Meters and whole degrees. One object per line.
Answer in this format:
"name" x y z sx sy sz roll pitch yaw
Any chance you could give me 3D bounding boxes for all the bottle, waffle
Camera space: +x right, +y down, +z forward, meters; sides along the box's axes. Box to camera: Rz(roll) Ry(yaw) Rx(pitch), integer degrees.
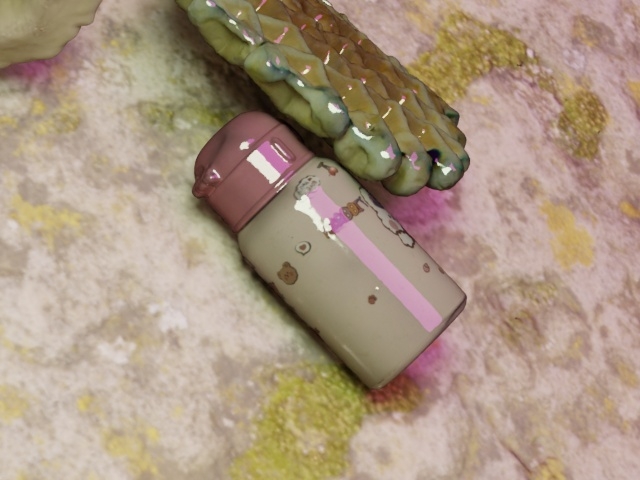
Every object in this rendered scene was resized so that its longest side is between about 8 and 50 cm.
"bottle" 0.000 0.000 1.396 0.233 0.110 0.110 46 44 2
"waffle" -0.004 -0.149 1.468 0.309 0.056 0.292 41 18 -2

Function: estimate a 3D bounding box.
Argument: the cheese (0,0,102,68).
"cheese" -0.282 -0.276 1.264 0.332 0.292 0.153 26 46 -29
